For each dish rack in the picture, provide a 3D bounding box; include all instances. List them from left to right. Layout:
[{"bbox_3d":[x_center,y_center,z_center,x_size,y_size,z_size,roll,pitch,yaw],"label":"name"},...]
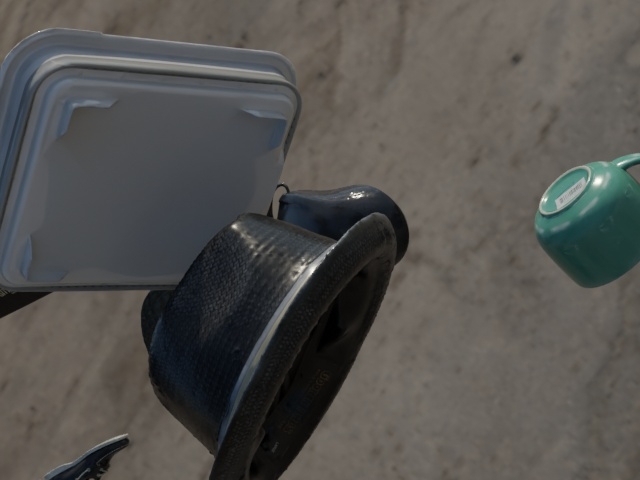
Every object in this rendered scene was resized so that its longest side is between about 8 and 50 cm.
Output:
[{"bbox_3d":[-0.175,-0.060,1.413,0.072,0.333,0.285,46,125,43],"label":"dish rack"}]

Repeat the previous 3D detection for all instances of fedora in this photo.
[{"bbox_3d":[-0.065,0.094,1.356,0.334,0.152,0.334,-54,-15,-22],"label":"fedora"}]

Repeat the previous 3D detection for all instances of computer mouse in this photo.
[{"bbox_3d":[0.000,0.000,1.898,0.272,0.188,0.072,-7,14,45],"label":"computer mouse"}]

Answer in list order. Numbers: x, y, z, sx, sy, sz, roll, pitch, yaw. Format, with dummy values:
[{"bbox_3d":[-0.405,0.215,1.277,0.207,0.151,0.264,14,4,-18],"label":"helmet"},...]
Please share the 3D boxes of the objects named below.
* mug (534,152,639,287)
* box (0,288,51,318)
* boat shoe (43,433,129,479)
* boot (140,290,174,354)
[{"bbox_3d":[0.313,-0.036,1.600,0.129,0.097,0.157,-16,36,57],"label":"mug"},{"bbox_3d":[-0.388,-0.006,1.841,0.147,0.077,0.180,-26,42,18],"label":"box"},{"bbox_3d":[-0.275,0.271,1.690,0.125,0.038,0.046,-31,-10,15],"label":"boat shoe"},{"bbox_3d":[-0.158,0.144,1.792,0.083,0.246,0.161,-25,17,0],"label":"boot"}]
